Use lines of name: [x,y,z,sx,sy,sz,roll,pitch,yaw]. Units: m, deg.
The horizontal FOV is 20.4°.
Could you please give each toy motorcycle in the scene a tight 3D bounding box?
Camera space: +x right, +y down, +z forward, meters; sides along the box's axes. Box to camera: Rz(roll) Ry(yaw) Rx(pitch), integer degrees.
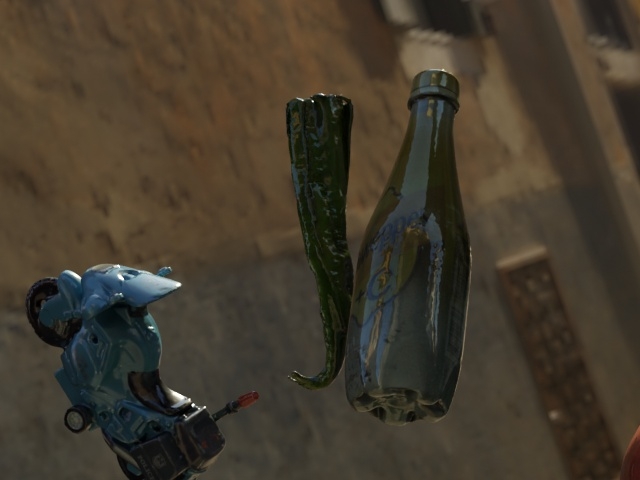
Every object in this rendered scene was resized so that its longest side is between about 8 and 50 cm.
toy motorcycle: [-0.190,0.134,1.850,0.182,0.272,0.123,-33,-1,32]

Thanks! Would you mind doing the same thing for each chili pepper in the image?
chili pepper: [0.000,0.000,2.149,0.085,0.359,0.076,0,-8,1]

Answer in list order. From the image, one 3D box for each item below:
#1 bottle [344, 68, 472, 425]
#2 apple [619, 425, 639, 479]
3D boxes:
bottle: [0.069,-0.002,1.275,0.083,0.269,0.083,6,-28,3]
apple: [0.497,0.289,1.836,0.364,0.364,0.364,-19,-2,-1]
